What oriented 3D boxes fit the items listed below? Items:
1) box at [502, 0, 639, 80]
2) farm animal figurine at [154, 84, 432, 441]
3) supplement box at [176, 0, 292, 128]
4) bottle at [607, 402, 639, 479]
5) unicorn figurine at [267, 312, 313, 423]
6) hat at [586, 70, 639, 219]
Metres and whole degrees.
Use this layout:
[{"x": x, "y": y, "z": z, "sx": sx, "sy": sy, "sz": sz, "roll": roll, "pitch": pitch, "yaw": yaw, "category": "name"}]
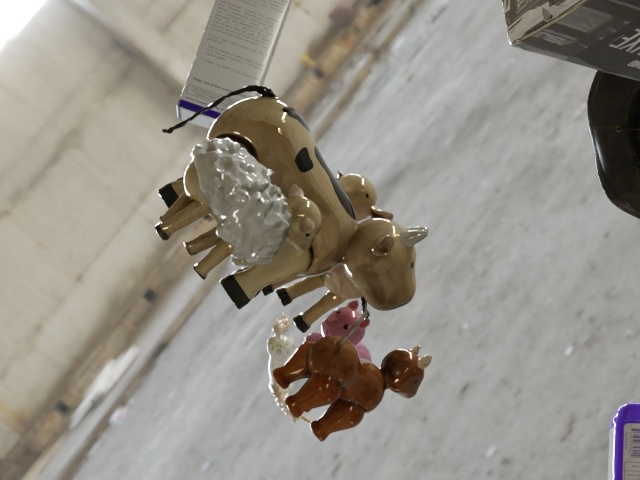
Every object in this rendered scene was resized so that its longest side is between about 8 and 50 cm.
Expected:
[{"x": 0.214, "y": -0.264, "z": 0.873, "sx": 0.076, "sy": 0.242, "sz": 0.308, "roll": -25, "pitch": 67, "yaw": 47, "category": "box"}, {"x": 0.000, "y": 0.000, "z": 1.127, "sx": 0.172, "sy": 0.327, "sz": 0.330, "roll": -34, "pitch": 20, "yaw": 5, "category": "farm animal figurine"}, {"x": -0.130, "y": -0.278, "z": 1.895, "sx": 0.111, "sy": 0.114, "sz": 0.220, "roll": 147, "pitch": 141, "yaw": -83, "category": "supplement box"}, {"x": 0.475, "y": 0.381, "z": 1.811, "sx": 0.092, "sy": 0.118, "sz": 0.283, "roll": 98, "pitch": 178, "yaw": -69, "category": "bottle"}, {"x": -0.051, "y": 0.188, "z": 1.767, "sx": 0.060, "sy": 0.162, "sz": 0.111, "roll": -18, "pitch": 3, "yaw": 0, "category": "unicorn figurine"}, {"x": 0.589, "y": -0.184, "z": 1.993, "sx": 0.331, "sy": 0.331, "sz": 0.134, "roll": -45, "pitch": -13, "yaw": 35, "category": "hat"}]
